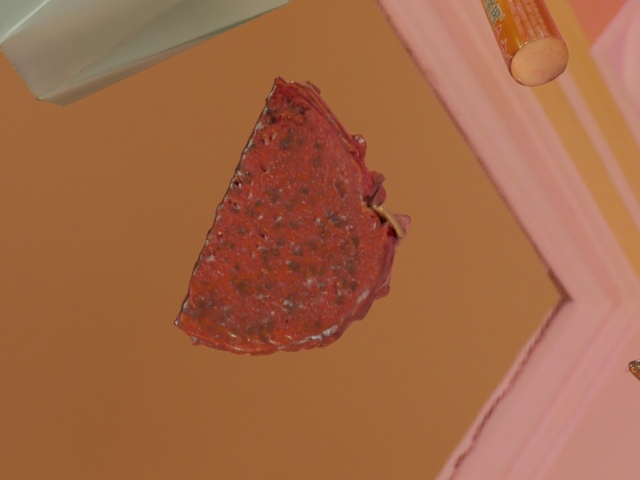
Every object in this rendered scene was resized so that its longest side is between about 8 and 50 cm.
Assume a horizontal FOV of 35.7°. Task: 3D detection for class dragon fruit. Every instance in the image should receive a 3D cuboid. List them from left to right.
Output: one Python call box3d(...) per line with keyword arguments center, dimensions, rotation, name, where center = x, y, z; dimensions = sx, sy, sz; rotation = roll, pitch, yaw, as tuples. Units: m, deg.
box3d(center=(0.000, 0.000, 1.108), dimensions=(0.316, 0.205, 0.152), rotation=(-64, -19, 14), name="dragon fruit")

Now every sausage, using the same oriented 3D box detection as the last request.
box3d(center=(0.234, -0.282, 1.200), dimensions=(0.071, 0.234, 0.071), rotation=(-5, -44, -5), name="sausage")

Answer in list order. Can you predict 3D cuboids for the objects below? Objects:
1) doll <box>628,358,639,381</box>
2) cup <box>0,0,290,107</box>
box3d(center=(0.646, 0.165, 1.488), dimensions=(0.370, 0.215, 0.226), rotation=(-29, -77, -41), name="doll")
box3d(center=(-0.161, -0.215, 0.860), dimensions=(0.236, 0.134, 0.148), rotation=(-28, -37, 5), name="cup")
